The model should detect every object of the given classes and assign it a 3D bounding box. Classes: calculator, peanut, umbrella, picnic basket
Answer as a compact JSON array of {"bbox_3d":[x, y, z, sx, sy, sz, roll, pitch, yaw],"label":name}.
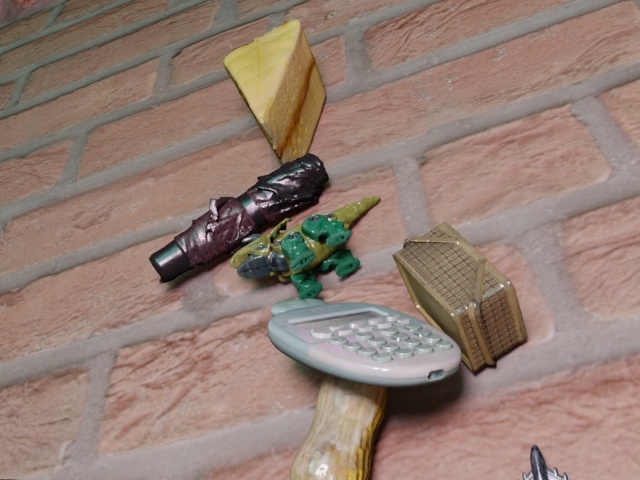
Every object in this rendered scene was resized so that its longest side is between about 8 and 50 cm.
[{"bbox_3d":[0.041,0.117,0.881,0.184,0.042,0.295,-5,12,-32],"label":"calculator"},{"bbox_3d":[0.021,0.226,0.825,0.087,0.087,0.206,-2,48,27],"label":"peanut"},{"bbox_3d":[-0.130,-0.035,1.180,0.326,0.094,0.090,-33,85,-8],"label":"umbrella"},{"bbox_3d":[0.168,0.066,0.886,0.080,0.115,0.164,-32,40,-5],"label":"picnic basket"}]

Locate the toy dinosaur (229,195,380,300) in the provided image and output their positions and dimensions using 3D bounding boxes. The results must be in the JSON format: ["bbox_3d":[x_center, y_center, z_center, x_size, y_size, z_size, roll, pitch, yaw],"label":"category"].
[{"bbox_3d":[0.000,0.000,1.077,0.259,0.094,0.153,-26,33,-17],"label":"toy dinosaur"}]

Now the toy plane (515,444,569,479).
[{"bbox_3d":[0.223,0.246,0.733,0.079,0.031,0.083,-14,42,15],"label":"toy plane"}]

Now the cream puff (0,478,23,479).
[{"bbox_3d":[-0.372,0.380,0.757,0.291,0.257,0.324,-47,44,-16],"label":"cream puff"}]

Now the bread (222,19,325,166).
[{"bbox_3d":[-0.046,-0.250,1.303,0.163,0.167,0.264,-28,44,-1],"label":"bread"}]
